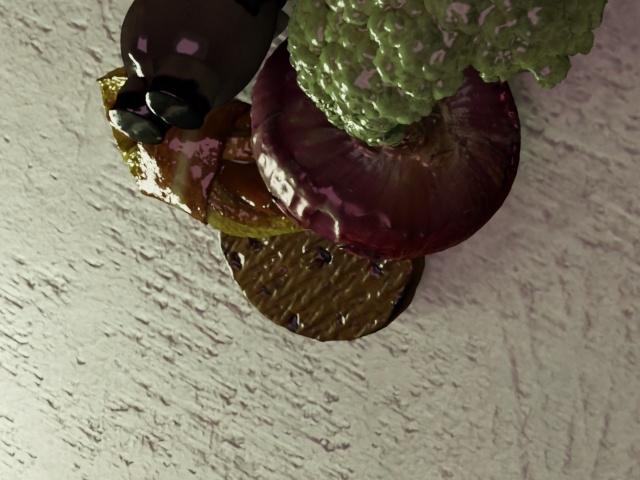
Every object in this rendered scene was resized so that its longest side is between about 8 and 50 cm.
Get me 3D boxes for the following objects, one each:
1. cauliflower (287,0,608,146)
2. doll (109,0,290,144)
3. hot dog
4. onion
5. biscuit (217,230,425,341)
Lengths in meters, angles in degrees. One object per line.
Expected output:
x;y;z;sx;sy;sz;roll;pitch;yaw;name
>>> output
0.117;-0.207;1.204;0.275;0.250;0.272;-4;76;30;cauliflower
-0.081;-0.199;1.309;0.182;0.257;0.117;-12;131;49;doll
-0.115;-0.083;1.446;0.261;0.093;0.123;25;115;25;hot dog
0.047;-0.086;1.349;0.230;0.230;0.163;45;161;-3;onion
0.000;0.000;1.498;0.212;0.036;0.212;10;119;20;biscuit
